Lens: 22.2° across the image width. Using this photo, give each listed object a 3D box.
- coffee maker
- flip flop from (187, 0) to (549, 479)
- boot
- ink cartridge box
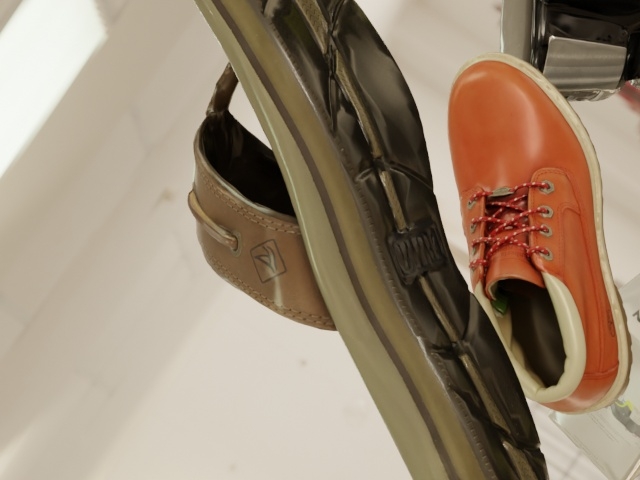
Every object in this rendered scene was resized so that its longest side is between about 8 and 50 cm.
[{"bbox_3d":[0.193,-0.146,0.892,0.120,0.178,0.171,111,165,-63],"label":"coffee maker"},{"bbox_3d":[0.000,0.000,0.579,0.080,0.277,0.112,-26,-6,22],"label":"flip flop"},{"bbox_3d":[0.083,-0.006,0.660,0.059,0.158,0.084,-21,-11,21],"label":"boot"},{"bbox_3d":[0.190,0.048,0.842,0.104,0.061,0.181,-35,-20,-21],"label":"ink cartridge box"}]
